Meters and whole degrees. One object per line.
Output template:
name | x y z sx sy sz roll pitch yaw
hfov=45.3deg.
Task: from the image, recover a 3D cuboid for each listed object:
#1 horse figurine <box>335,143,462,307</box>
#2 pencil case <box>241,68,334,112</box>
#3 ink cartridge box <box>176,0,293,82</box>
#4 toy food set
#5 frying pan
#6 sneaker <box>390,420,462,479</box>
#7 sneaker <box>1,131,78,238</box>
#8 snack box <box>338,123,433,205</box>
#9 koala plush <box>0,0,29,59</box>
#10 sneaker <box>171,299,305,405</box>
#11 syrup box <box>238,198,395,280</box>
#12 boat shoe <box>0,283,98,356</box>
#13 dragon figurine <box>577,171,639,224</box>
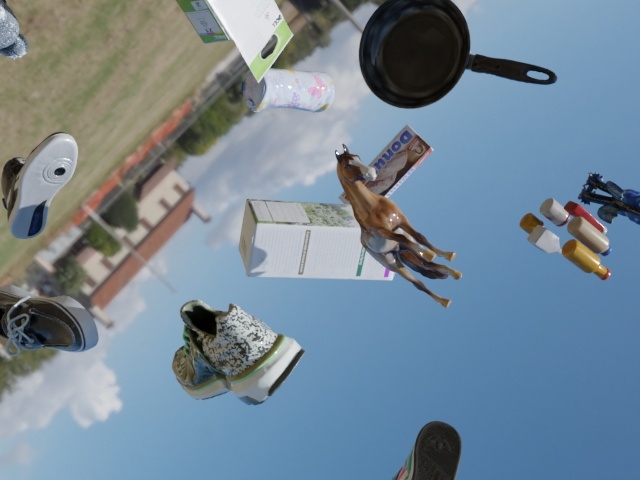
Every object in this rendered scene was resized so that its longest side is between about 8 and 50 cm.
horse figurine | 0.102 -0.002 0.994 0.066 0.174 0.263 -50 153 -6
pencil case | -0.090 -0.432 2.215 0.273 0.124 0.113 -7 -166 -38
ink cartridge box | -0.195 -0.522 1.799 0.097 0.255 0.188 6 -126 37
toy food set | 0.503 -0.008 1.541 0.111 0.105 0.232 -54 -163 4
frying pan | 0.217 -0.325 1.263 0.326 0.197 0.053 -6 180 26
sneaker | 0.164 0.484 1.360 0.178 0.124 0.295 95 20 -46
sneaker | -0.475 -0.118 1.261 0.079 0.121 0.217 5 132 -44
snack box | 0.114 -0.116 1.347 0.178 0.064 0.022 -47 157 12
koala plush | -0.792 -0.503 1.762 0.196 0.221 0.203 94 15 -70
sneaker | -0.184 0.173 1.370 0.158 0.182 0.410 -43 -165 -30
syrup box | 0.000 0.000 1.194 0.093 0.237 0.096 -118 -145 -59
boat shoe | -0.546 0.154 1.432 0.306 0.113 0.105 16 -152 31
dragon figurine | 0.649 -0.077 1.643 0.289 0.144 0.085 -84 -172 -72
